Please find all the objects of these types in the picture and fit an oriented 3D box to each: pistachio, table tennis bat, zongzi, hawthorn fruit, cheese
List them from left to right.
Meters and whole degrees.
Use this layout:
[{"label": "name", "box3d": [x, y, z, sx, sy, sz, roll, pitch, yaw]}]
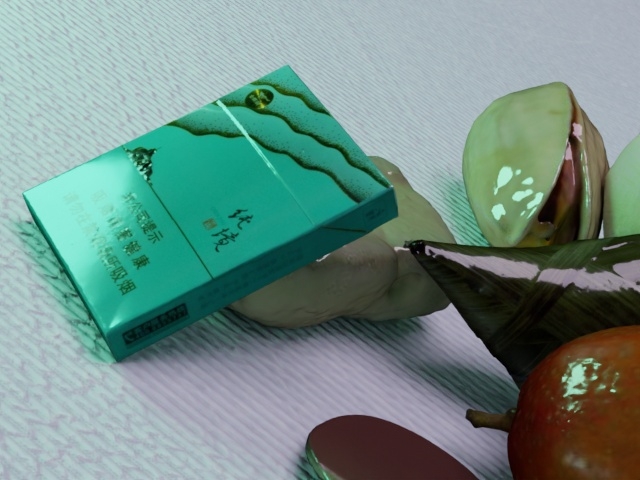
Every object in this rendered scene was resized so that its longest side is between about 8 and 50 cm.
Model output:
[{"label": "cheese", "box3d": [-0.001, 0.002, 1.172, 0.263, 0.093, 0.159, 1, 35, -43]}, {"label": "table tennis bat", "box3d": [0.039, 0.170, 0.961, 0.138, 0.022, 0.246, 34, 17, 19]}, {"label": "pistachio", "box3d": [0.222, -0.061, 1.453, 0.157, 0.157, 0.229, 23, 37, -15]}, {"label": "zongzi", "box3d": [0.217, 0.021, 1.147, 0.242, 0.221, 0.112, 49, 9, -23]}, {"label": "hawthorn fruit", "box3d": [0.216, 0.147, 1.056, 0.226, 0.196, 0.196, 9, 22, 13]}]

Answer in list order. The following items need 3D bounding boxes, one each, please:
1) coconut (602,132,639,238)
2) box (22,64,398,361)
[{"label": "coconut", "box3d": [0.384, -0.020, 1.404, 0.237, 0.197, 0.237, 31, 14, -8]}, {"label": "box", "box3d": [-0.081, -0.026, 1.043, 0.226, 0.042, 0.161, -27, 52, -13]}]
